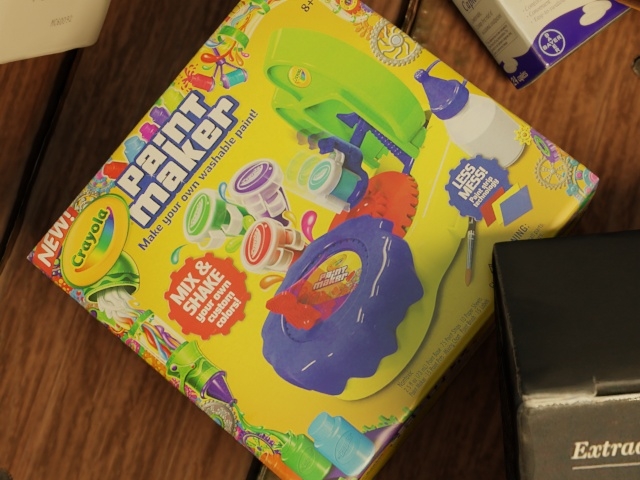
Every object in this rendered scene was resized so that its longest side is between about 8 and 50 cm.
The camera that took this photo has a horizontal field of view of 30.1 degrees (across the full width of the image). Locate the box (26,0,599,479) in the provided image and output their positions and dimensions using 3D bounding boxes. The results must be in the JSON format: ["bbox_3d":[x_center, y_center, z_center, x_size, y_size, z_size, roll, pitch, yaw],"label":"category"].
[{"bbox_3d":[0.000,0.000,0.887,0.279,0.177,0.290,38,87,12],"label":"box"}]

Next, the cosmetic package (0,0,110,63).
[{"bbox_3d":[-0.354,-0.287,0.946,0.365,0.197,0.155,26,111,12],"label":"cosmetic package"}]

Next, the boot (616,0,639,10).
[{"bbox_3d":[0.299,-0.276,0.904,0.264,0.096,0.280,35,76,16],"label":"boot"}]

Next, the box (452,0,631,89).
[{"bbox_3d":[0.173,-0.214,0.932,0.126,0.072,0.137,-36,89,-10],"label":"box"}]

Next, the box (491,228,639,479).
[{"bbox_3d":[0.266,0.203,0.723,0.293,0.212,0.395,-4,112,6],"label":"box"}]
